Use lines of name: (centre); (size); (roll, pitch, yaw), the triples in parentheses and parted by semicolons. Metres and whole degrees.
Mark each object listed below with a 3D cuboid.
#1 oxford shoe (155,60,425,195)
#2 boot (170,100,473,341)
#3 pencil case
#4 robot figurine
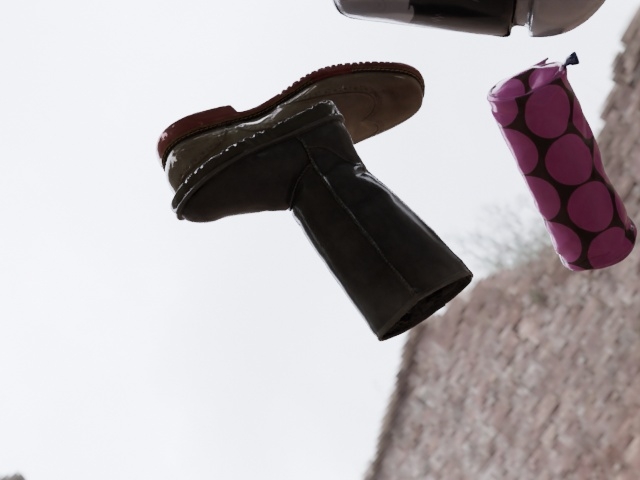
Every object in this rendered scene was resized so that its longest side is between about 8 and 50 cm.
oxford shoe: (-0.024, -0.116, 1.678); (0.348, 0.130, 0.123); (-20, -44, -1)
boot: (-0.001, 0.000, 1.158); (0.189, 0.208, 0.076); (-30, -13, -8)
pencil case: (0.246, -0.076, 1.356); (0.209, 0.095, 0.098); (65, -157, -17)
robot figurine: (0.104, -0.255, 1.075); (0.174, 0.278, 0.209); (91, -170, -45)
